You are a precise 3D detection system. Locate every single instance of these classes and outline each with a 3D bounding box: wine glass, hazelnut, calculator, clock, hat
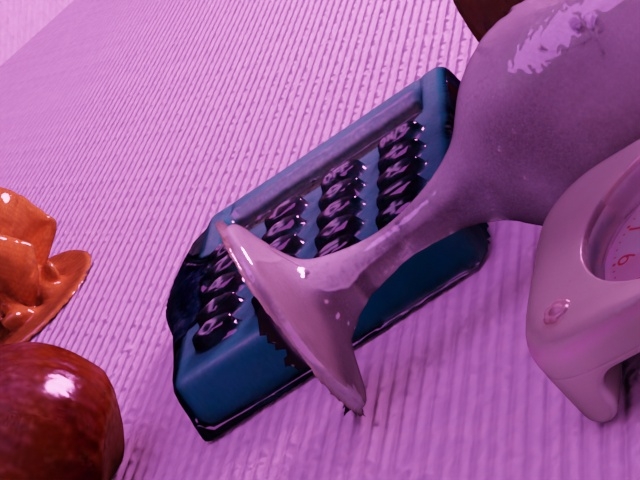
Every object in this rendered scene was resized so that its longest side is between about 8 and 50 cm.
[{"bbox_3d":[0.101,-0.042,0.995,0.321,0.143,0.143,-35,19,3],"label":"wine glass"},{"bbox_3d":[-0.204,0.131,1.172,0.143,0.143,0.154,-37,20,5],"label":"hazelnut"},{"bbox_3d":[0.000,0.000,1.213,0.248,0.058,0.274,-34,20,18],"label":"calculator"},{"bbox_3d":[0.190,-0.004,0.847,0.191,0.062,0.151,-30,24,31],"label":"clock"},{"bbox_3d":[-0.380,-0.001,1.651,0.233,0.233,0.244,-40,20,-7],"label":"hat"}]

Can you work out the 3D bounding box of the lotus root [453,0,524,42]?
[{"bbox_3d":[0.196,-0.218,1.184,0.272,0.192,0.272,-41,14,13],"label":"lotus root"}]
